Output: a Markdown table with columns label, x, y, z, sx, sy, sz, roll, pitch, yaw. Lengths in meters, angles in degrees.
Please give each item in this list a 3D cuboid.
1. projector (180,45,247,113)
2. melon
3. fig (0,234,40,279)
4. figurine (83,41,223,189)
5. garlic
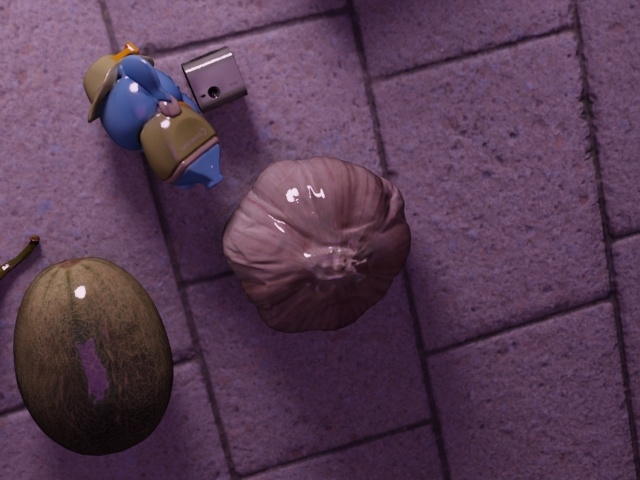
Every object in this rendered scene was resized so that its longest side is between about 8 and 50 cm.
| label | x | y | z | sx | sy | sz | roll | pitch | yaw |
| --- | --- | --- | --- | --- | --- | --- | --- | --- | --- |
| projector | -0.173 | -0.262 | 1.598 | 0.082 | 0.083 | 0.083 | -24 | 108 | -5 |
| melon | -0.369 | 0.188 | 1.594 | 0.249 | 0.248 | 0.329 | -12 | 100 | -9 |
| fig | -0.561 | 0.064 | 1.604 | 0.236 | 0.124 | 0.124 | -39 | 111 | -26 |
| figurine | -0.265 | -0.181 | 1.551 | 0.154 | 0.180 | 0.262 | -38 | 101 | -7 |
| garlic | 0.000 | 0.000 | 1.617 | 0.318 | 0.259 | 0.317 | -4 | 110 | -10 |
